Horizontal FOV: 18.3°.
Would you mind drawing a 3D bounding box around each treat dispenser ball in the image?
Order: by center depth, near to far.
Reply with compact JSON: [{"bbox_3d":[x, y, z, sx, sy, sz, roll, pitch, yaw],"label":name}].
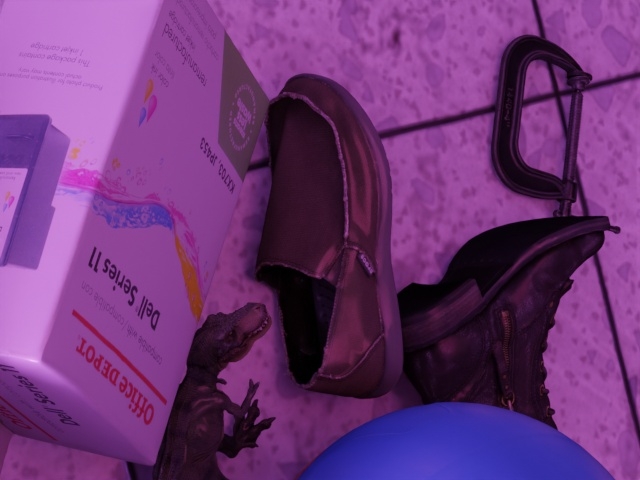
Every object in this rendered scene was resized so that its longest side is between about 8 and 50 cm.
[{"bbox_3d":[0.094,0.258,1.394,0.288,0.288,0.288,6,80,-36],"label":"treat dispenser ball"}]

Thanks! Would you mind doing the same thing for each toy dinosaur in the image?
[{"bbox_3d":[-0.082,0.167,1.411,0.118,0.064,0.268,11,97,-55],"label":"toy dinosaur"}]

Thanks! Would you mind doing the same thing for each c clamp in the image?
[{"bbox_3d":[0.200,-0.092,1.693,0.137,0.022,0.161,8,80,-30],"label":"c clamp"}]

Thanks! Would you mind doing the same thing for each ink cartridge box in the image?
[{"bbox_3d":[-0.159,0.011,1.291,0.207,0.119,0.353,55,48,-61],"label":"ink cartridge box"}]

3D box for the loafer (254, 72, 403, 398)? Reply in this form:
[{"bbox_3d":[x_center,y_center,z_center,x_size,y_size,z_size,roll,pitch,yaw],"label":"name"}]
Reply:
[{"bbox_3d":[0.000,0.000,1.482,0.087,0.094,0.251,-12,90,-41],"label":"loafer"}]

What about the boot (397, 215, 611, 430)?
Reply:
[{"bbox_3d":[0.162,0.117,1.603,0.263,0.091,0.229,-30,106,-32],"label":"boot"}]
